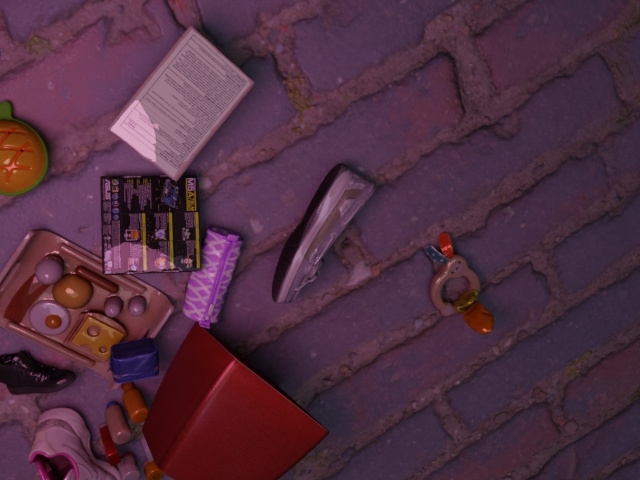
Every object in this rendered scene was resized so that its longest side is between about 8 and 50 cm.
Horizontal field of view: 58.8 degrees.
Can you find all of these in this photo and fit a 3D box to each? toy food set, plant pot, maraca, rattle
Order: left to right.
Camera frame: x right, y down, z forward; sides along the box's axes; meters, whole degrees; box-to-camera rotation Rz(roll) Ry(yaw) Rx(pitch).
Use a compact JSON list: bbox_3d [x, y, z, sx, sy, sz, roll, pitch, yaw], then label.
[{"bbox_3d":[-0.561,-0.164,1.004,0.127,0.099,0.185,-35,86,-12],"label":"maraca"},{"bbox_3d":[-0.478,0.143,1.111,0.306,0.092,0.219,34,95,-21],"label":"toy food set"},{"bbox_3d":[-0.409,0.421,1.225,0.111,0.104,0.232,-21,128,-22],"label":"toy food set"},{"bbox_3d":[-0.195,0.356,1.122,0.267,0.267,0.236,45,77,-24],"label":"plant pot"},{"bbox_3d":[0.313,0.098,1.289,0.130,0.143,0.199,-8,114,7],"label":"rattle"}]

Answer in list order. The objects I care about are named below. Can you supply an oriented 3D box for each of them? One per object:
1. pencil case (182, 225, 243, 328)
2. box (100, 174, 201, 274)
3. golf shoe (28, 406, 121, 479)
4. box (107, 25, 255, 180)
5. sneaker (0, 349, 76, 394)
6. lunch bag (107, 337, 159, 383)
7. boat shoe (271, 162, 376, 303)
[{"bbox_3d":[-0.221,0.073,1.163,0.086,0.088,0.206,13,101,-21],"label":"pencil case"},{"bbox_3d":[-0.325,-0.031,1.096,0.184,0.045,0.190,-3,87,-14],"label":"box"},{"bbox_3d":[-0.505,0.497,1.175,0.115,0.140,0.306,-24,111,2],"label":"golf shoe"},{"bbox_3d":[-0.253,-0.250,1.042,0.148,0.127,0.232,39,93,-21],"label":"box"},{"bbox_3d":[-0.580,0.258,1.127,0.170,0.051,0.089,-9,114,7],"label":"sneaker"},{"bbox_3d":[-0.367,0.240,1.115,0.098,0.067,0.065,-8,112,-20],"label":"lunch bag"},{"bbox_3d":[0.000,-0.002,1.188,0.103,0.118,0.320,28,90,-16],"label":"boat shoe"}]
